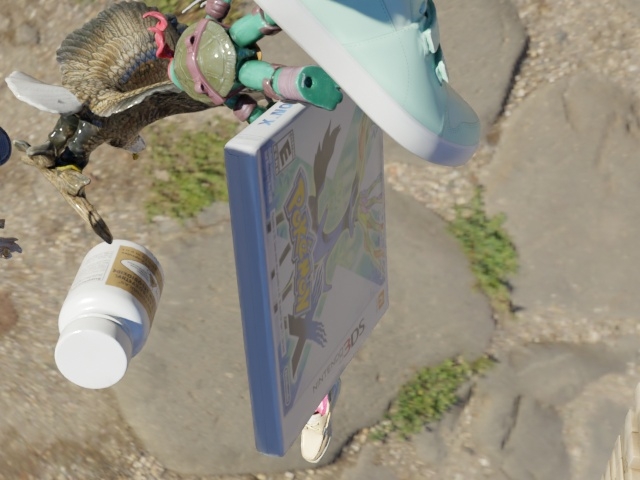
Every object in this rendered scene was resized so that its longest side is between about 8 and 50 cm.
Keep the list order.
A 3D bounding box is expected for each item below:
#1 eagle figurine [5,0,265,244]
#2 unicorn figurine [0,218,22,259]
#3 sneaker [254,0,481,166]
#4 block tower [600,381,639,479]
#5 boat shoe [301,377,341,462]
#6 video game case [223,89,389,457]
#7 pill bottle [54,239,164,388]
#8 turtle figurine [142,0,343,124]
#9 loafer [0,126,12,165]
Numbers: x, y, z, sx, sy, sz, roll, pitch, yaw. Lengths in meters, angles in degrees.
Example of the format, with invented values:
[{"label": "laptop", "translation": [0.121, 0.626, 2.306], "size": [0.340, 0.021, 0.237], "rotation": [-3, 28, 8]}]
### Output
[{"label": "eagle figurine", "translation": [-0.229, -0.172, 1.363], "size": [0.298, 0.225, 0.226], "rotation": [-43, 101, -12]}, {"label": "unicorn figurine", "translation": [-0.377, -0.015, 1.088], "size": [0.162, 0.111, 0.060], "rotation": [58, 41, -49]}, {"label": "sneaker", "translation": [0.068, -0.153, 0.693], "size": [0.151, 0.094, 0.256], "rotation": [-41, 134, 12]}, {"label": "block tower", "translation": [0.309, 0.182, 0.949], "size": [0.091, 0.097, 0.335], "rotation": [10, 128, 2]}, {"label": "boat shoe", "translation": [-0.010, 0.324, 2.038], "size": [0.059, 0.063, 0.170], "rotation": [23, 77, -60]}, {"label": "video game case", "translation": [0.000, 0.000, 1.115], "size": [0.300, 0.036, 0.329], "rotation": [-49, 141, -53]}, {"label": "pill bottle", "translation": [-0.311, 0.108, 1.621], "size": [0.131, 0.229, 0.131], "rotation": [1, 120, 2]}, {"label": "turtle figurine", "translation": [-0.075, -0.172, 1.043], "size": [0.118, 0.234, 0.175], "rotation": [-31, 110, -33]}, {"label": "loafer", "translation": [-0.651, -0.154, 1.773], "size": [0.303, 0.095, 0.109], "rotation": [-2, 82, -43]}]
